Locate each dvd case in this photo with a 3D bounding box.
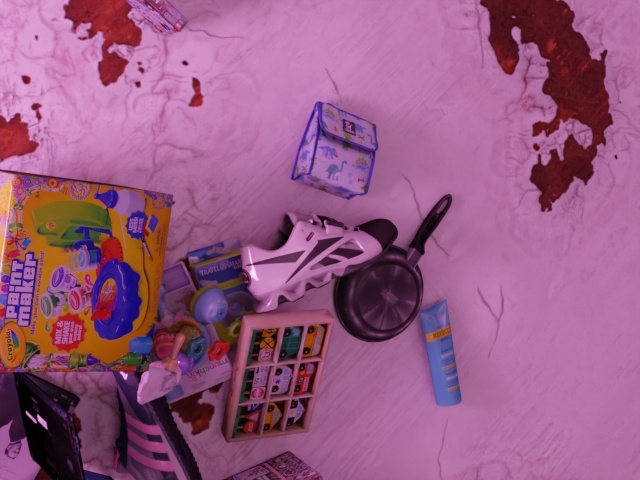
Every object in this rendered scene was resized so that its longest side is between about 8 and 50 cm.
[{"bbox_3d":[-0.534,0.329,1.699,0.179,0.029,0.239,34,82,-31],"label":"dvd case"}]

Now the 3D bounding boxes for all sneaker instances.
[{"bbox_3d":[0.000,0.000,1.861,0.330,0.122,0.146,-26,101,-32],"label":"sneaker"},{"bbox_3d":[-0.317,0.336,1.775,0.131,0.112,0.319,-22,98,4],"label":"sneaker"}]

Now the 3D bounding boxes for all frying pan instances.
[{"bbox_3d":[0.172,0.072,2.008,0.326,0.053,0.197,-31,110,-16],"label":"frying pan"}]

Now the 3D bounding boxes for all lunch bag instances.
[{"bbox_3d":[0.032,-0.166,1.883,0.128,0.096,0.151,20,74,-24],"label":"lunch bag"}]

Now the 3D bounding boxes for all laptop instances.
[{"bbox_3d":[-0.367,0.338,1.646,0.136,0.234,0.264,-18,113,-33],"label":"laptop"}]

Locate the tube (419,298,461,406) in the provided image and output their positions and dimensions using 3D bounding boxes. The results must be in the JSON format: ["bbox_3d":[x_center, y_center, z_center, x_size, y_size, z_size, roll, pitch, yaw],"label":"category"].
[{"bbox_3d":[0.242,0.228,2.063,0.080,0.052,0.207,-20,103,-45],"label":"tube"}]

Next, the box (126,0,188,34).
[{"bbox_3d":[-0.288,-0.396,1.690,0.137,0.094,0.027,42,79,-25],"label":"box"}]

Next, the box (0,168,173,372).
[{"bbox_3d":[-0.410,0.047,1.607,0.279,0.177,0.290,5,94,-42],"label":"box"}]

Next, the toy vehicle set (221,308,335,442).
[{"bbox_3d":[-0.079,0.245,1.851,0.165,0.035,0.267,-4,124,-25],"label":"toy vehicle set"}]

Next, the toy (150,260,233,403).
[{"bbox_3d":[-0.255,0.169,1.786,0.136,0.056,0.237,-22,104,1],"label":"toy"}]

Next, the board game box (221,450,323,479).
[{"bbox_3d":[-0.127,0.561,1.873,0.291,0.141,0.232,-20,105,-23],"label":"board game box"}]

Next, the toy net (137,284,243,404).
[{"bbox_3d":[-0.228,0.187,1.738,0.232,0.045,0.122,-47,142,-17],"label":"toy net"}]

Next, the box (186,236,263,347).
[{"bbox_3d":[-0.167,0.094,1.846,0.109,0.042,0.178,-18,105,-23],"label":"box"}]
